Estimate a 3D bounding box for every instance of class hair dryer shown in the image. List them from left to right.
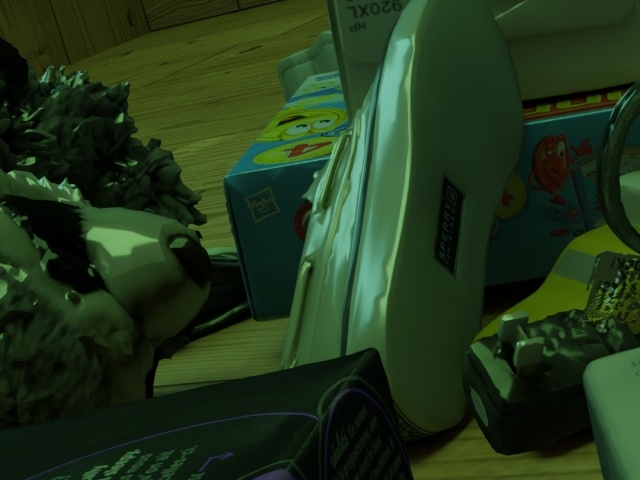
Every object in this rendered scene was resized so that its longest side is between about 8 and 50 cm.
[{"bbox_3d":[0.199,0.018,0.531,0.294,0.080,0.223,-5,-22,-14],"label":"hair dryer"}]

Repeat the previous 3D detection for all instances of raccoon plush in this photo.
[{"bbox_3d":[-0.223,0.098,0.882,0.446,0.216,0.299,-43,16,25],"label":"raccoon plush"}]

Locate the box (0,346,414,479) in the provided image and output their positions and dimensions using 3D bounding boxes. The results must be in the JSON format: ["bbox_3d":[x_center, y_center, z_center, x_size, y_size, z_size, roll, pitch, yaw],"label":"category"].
[{"bbox_3d":[-0.108,0.140,0.434,0.270,0.143,0.165,-13,11,18],"label":"box"}]

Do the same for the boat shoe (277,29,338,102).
[{"bbox_3d":[0.052,-0.133,1.523,0.097,0.116,0.324,-23,8,-13],"label":"boat shoe"}]

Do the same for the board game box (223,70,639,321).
[{"bbox_3d":[0.123,-0.058,1.087,0.308,0.086,0.302,-9,13,10],"label":"board game box"}]

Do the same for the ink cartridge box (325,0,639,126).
[{"bbox_3d":[0.091,-0.179,1.061,0.171,0.168,0.232,-10,14,6],"label":"ink cartridge box"}]

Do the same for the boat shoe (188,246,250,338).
[{"bbox_3d":[-0.099,0.037,1.089,0.152,0.056,0.049,-23,8,-27],"label":"boat shoe"}]

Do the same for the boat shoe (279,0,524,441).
[{"bbox_3d":[0.035,-0.015,0.875,0.088,0.096,0.267,-18,48,34],"label":"boat shoe"}]

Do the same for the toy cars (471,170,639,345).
[{"bbox_3d":[0.244,-0.002,0.737,0.394,0.087,0.176,-10,14,26],"label":"toy cars"}]

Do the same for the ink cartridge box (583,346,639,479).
[{"bbox_3d":[0.177,0.088,0.348,0.207,0.117,0.283,-15,12,4],"label":"ink cartridge box"}]
